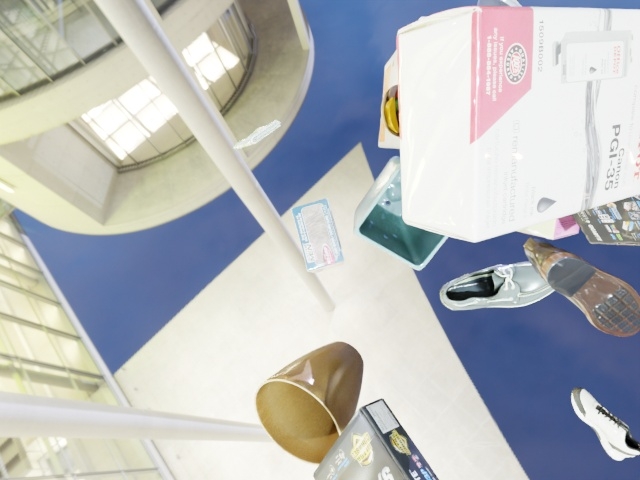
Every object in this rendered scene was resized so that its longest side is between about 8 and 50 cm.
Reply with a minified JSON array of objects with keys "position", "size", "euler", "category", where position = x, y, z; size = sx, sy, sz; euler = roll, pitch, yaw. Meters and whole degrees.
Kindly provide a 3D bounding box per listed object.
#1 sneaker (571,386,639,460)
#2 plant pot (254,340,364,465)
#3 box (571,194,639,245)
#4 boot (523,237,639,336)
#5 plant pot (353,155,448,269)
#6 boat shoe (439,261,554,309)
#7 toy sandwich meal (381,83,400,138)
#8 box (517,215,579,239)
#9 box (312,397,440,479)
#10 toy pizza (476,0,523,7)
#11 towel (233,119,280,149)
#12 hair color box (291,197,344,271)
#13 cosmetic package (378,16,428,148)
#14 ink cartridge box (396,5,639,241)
[{"position":[0.403,0.253,0.586],"size":[0.040,0.043,0.109],"euler":[-28,-105,-33],"category":"sneaker"},{"position":[0.003,0.370,1.043],"size":[0.237,0.237,0.254],"euler":[20,-150,22],"category":"plant pot"},{"position":[0.557,-0.101,0.698],"size":[0.073,0.295,0.293],"euler":[-55,-156,-18],"category":"box"},{"position":[0.428,0.069,0.677],"size":[0.082,0.219,0.106],"euler":[-49,-163,19],"category":"boot"},{"position":[0.251,-0.111,1.269],"size":[0.247,0.247,0.252],"euler":[-56,-164,20],"category":"plant pot"},{"position":[0.483,0.124,1.121],"size":[0.320,0.099,0.116],"euler":[-15,-108,18],"category":"boat shoe"},{"position":[0.126,-0.193,0.626],"size":[0.029,0.085,0.085],"euler":[14,-115,54],"category":"toy sandwich meal"},{"position":[0.526,-0.148,1.040],"size":[0.117,0.242,0.213],"euler":[-10,-162,-31],"category":"box"},{"position":[0.083,0.375,0.625],"size":[0.051,0.220,0.175],"euler":[-5,-137,-37],"category":"box"},{"position":[0.370,-0.386,0.779],"size":[0.032,0.201,0.201],"euler":[-40,-120,12],"category":"toy pizza"},{"position":[-0.194,-0.315,1.240],"size":[0.113,0.023,0.152],"euler":[-41,-156,-23],"category":"towel"},{"position":[0.000,0.000,1.231],"size":[0.105,0.347,0.173],"euler":[-16,-95,1],"category":"hair color box"},{"position":[0.243,-0.318,0.945],"size":[0.162,0.453,0.230],"euler":[3,-78,0],"category":"cosmetic package"},{"position":[0.233,-0.134,0.458],"size":[0.283,0.207,0.117],"euler":[-14,-161,-23],"category":"ink cartridge box"}]
